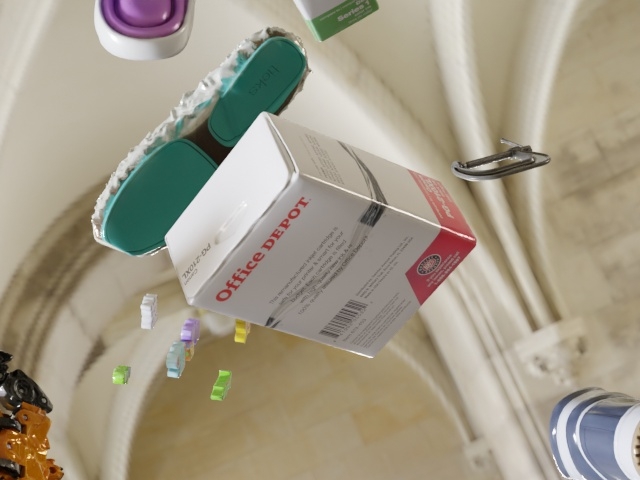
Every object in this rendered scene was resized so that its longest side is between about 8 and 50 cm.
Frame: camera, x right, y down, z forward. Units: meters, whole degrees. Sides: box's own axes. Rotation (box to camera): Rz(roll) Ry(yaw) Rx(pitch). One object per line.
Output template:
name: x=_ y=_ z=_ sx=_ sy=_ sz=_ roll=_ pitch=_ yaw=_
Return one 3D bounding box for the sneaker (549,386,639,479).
sneaker: x=0.333 y=0.219 z=1.283 sx=0.282 sy=0.099 sz=0.153 roll=34 pitch=-16 yaw=-29

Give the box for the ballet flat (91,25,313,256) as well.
ballet flat: x=-0.171 y=-0.137 z=1.951 sx=0.409 sy=0.147 sz=0.147 roll=-47 pitch=-12 yaw=-13

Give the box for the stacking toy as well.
stacking toy: x=-0.203 y=0.155 z=2.055 sx=0.167 sy=0.052 sz=0.221 roll=6 pitch=29 yaw=6

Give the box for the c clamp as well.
c clamp: x=0.247 y=-0.108 z=1.930 sx=0.160 sy=0.022 sz=0.137 roll=-18 pitch=22 yaw=-34

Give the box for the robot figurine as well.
robot figurine: x=-0.353 y=0.171 z=1.207 sx=0.085 sy=0.211 sz=0.291 roll=-31 pitch=-44 yaw=30

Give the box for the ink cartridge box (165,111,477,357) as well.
ink cartridge box: x=0.000 y=0.000 z=1.304 sx=0.237 sy=0.100 sz=0.172 roll=19 pitch=-59 yaw=-39

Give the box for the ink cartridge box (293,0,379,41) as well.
ink cartridge box: x=-0.031 y=-0.465 z=2.064 sx=0.117 sy=0.201 sz=0.278 roll=-28 pitch=-31 yaw=2

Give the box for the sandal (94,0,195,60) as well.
sandal: x=-0.230 y=-0.399 z=1.812 sx=0.169 sy=0.416 sz=0.102 roll=-4 pitch=-41 yaw=-15
